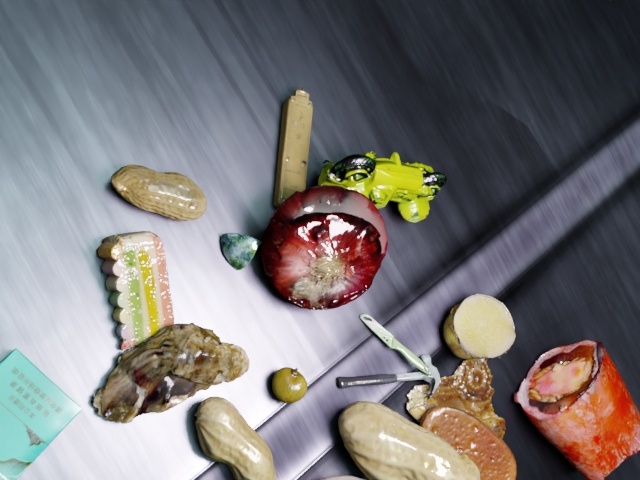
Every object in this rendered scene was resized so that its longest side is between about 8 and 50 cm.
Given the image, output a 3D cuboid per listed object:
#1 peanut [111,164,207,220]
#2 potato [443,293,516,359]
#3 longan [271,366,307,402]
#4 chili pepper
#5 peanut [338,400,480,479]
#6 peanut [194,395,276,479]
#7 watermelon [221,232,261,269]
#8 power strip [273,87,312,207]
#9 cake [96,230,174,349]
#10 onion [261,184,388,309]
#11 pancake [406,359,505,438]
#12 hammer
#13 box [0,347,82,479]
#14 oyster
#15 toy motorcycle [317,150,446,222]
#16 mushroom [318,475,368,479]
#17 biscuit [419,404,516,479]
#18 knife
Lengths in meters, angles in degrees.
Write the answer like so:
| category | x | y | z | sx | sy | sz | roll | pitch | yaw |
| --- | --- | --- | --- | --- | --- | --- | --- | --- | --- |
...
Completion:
| category | x | y | z | sx | sy | sz | roll | pitch | yaw |
| --- | --- | --- | --- | --- | --- | --- | --- | --- | --- |
| peanut | -0.314 | -0.098 | 1.419 | 0.194 | 0.083 | 0.093 | 21 | 68 | -22 |
| potato | 0.370 | 0.217 | 1.721 | 0.200 | 0.081 | 0.164 | -12 | 75 | -33 |
| longan | -0.061 | 0.290 | 1.466 | 0.075 | 0.083 | 0.075 | 20 | 31 | -13 |
| chili pepper | 0.655 | 0.425 | 1.743 | 0.305 | 0.229 | 0.251 | 51 | 44 | -8 |
| peanut | 0.175 | 0.443 | 1.482 | 0.313 | 0.152 | 0.152 | 26 | 65 | 5 |
| peanut | -0.162 | 0.393 | 1.379 | 0.214 | 0.090 | 0.098 | 49 | 48 | -9 |
| watermelon | -0.167 | 0.011 | 1.502 | 0.085 | 0.085 | 0.061 | 69 | 19 | 2 |
| power strip | -0.060 | -0.201 | 1.608 | 0.064 | 0.044 | 0.305 | 12 | 74 | -25 |
| cake | -0.339 | 0.090 | 1.360 | 0.109 | 0.090 | 0.225 | -12 | 86 | -36 |
| onion | 0.000 | 0.000 | 1.513 | 0.272 | 0.195 | 0.272 | -6 | 113 | -14 |
| pancake | 0.338 | 0.354 | 1.681 | 0.266 | 0.057 | 0.244 | 33 | 64 | -17 |
| hammer | 0.153 | 0.310 | 1.592 | 0.246 | 0.029 | 0.103 | -2 | 47 | -23 |
| box | -0.543 | 0.319 | 1.217 | 0.161 | 0.042 | 0.226 | 47 | 60 | -10 |
| oyster | -0.275 | 0.256 | 1.351 | 0.294 | 0.094 | 0.166 | -34 | 113 | -24 |
| toy motorcycle | 0.124 | -0.120 | 1.613 | 0.342 | 0.206 | 0.142 | 5 | 77 | -42 |
| mushroom | 0.073 | 0.543 | 1.472 | 0.270 | 0.103 | 0.118 | 30 | 72 | -11 |
| biscuit | 0.287 | 0.520 | 1.590 | 0.262 | 0.052 | 0.277 | 35 | 82 | -10 |
| knife | 0.168 | 0.235 | 1.615 | 0.207 | 0.014 | 0.030 | 41 | 55 | 4 |
